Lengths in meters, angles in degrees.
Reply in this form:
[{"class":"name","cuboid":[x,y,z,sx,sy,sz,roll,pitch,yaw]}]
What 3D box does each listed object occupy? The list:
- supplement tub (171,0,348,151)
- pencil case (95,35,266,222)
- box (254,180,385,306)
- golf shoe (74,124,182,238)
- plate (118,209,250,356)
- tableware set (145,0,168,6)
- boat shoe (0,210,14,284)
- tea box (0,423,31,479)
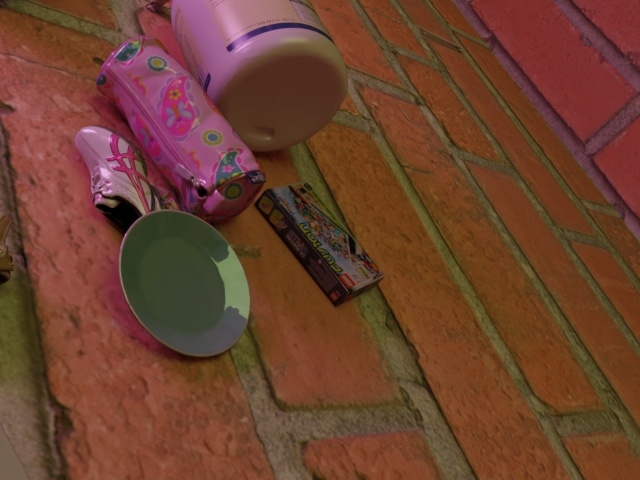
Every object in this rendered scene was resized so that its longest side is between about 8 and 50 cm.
[{"class":"supplement tub","cuboid":[-0.116,-0.336,1.183,0.235,0.235,0.325,9,45,-41]},{"class":"pencil case","cuboid":[-0.196,-0.153,0.986,0.284,0.124,0.124,53,33,14]},{"class":"box","cuboid":[0.000,0.000,1.093,0.207,0.036,0.114,51,33,13]},{"class":"golf shoe","cuboid":[-0.254,-0.072,0.877,0.186,0.067,0.086,49,34,10]},{"class":"plate","cuboid":[-0.162,0.052,0.838,0.188,0.024,0.188,29,46,-35]},{"class":"tableware set","cuboid":[-0.251,-0.488,1.317,0.020,0.141,0.168,52,29,-21]},{"class":"boat shoe","cuboid":[-0.331,0.030,0.695,0.045,0.050,0.135,30,44,-25]},{"class":"tea box","cuboid":[-0.269,0.209,0.282,0.220,0.323,0.329,-12,59,-53]}]
